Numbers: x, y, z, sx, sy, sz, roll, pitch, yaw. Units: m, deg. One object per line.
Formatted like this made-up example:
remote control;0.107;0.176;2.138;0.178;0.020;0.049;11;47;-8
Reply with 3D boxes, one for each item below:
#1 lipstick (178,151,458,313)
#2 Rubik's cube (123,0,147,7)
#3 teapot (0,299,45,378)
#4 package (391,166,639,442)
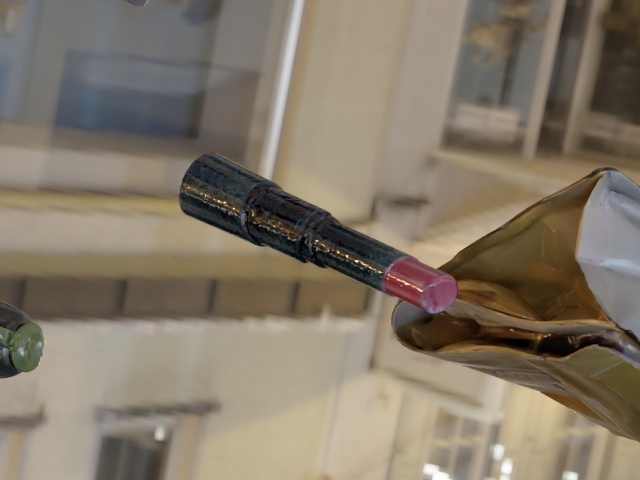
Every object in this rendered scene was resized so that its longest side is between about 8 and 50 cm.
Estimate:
lipstick;0.000;0.000;1.321;0.234;0.053;0.053;25;-166;30
Rubik's cube;-0.180;-0.276;0.864;0.368;0.358;0.387;-32;169;11
teapot;-0.358;0.115;1.978;0.091;0.092;0.124;8;-166;29
package;0.243;0.100;1.440;0.311;0.221;0.165;28;-145;-48
